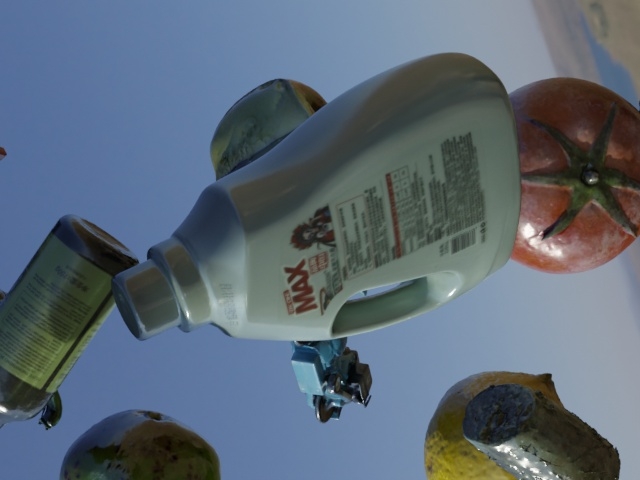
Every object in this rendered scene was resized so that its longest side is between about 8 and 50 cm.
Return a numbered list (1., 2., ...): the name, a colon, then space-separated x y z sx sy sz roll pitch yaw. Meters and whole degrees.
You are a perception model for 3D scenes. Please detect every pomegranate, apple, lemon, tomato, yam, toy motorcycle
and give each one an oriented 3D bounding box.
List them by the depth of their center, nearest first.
1. yam: 0.248 0.230 1.392 0.183 0.107 0.107 35 -153 -21
2. tomato: 0.323 -0.087 1.721 0.265 0.264 0.265 -19 -90 -78
3. apple: -0.047 -0.114 1.733 0.207 0.188 0.174 63 -162 20
4. pomegranate: -0.269 0.377 1.786 0.231 0.230 0.286 54 -128 -53
5. toy motorcycle: 0.009 0.138 1.843 0.272 0.123 0.182 77 -151 -44
6. lemon: 0.269 0.324 1.888 0.228 0.228 0.254 -36 -56 -77

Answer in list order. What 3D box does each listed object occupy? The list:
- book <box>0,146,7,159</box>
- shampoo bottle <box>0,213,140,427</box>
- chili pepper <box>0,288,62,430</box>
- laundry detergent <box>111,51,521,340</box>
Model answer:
1. book: -0.517 -0.097 1.565 0.022 0.162 0.232 68 -165 16
2. shampoo bottle: -0.305 0.111 1.329 0.101 0.284 0.101 35 -178 -2
3. chili pepper: -0.415 0.158 1.648 0.165 0.174 0.261 35 168 27
4. laundry detergent: 0.000 0.000 1.201 0.124 0.397 0.264 42 150 46
